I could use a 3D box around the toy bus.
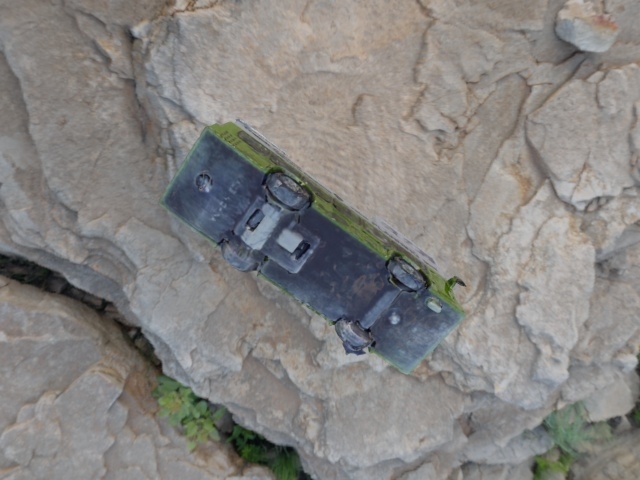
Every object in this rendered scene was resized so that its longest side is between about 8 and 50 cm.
[{"bbox_3d":[0.000,0.000,0.504,0.301,0.139,0.113,36,109,-10],"label":"toy bus"}]
